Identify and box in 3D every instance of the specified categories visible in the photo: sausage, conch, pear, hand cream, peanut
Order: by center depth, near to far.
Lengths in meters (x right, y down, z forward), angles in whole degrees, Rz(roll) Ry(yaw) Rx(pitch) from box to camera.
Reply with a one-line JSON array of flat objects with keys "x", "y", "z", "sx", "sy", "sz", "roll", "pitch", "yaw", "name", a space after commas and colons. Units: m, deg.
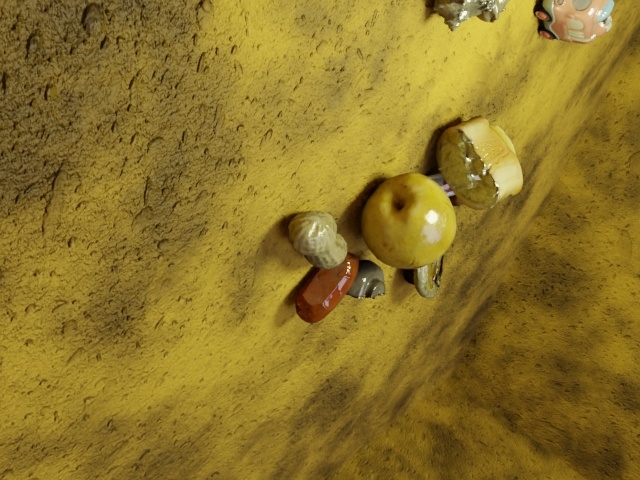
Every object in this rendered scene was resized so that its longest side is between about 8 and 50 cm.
[{"x": 0.382, "y": -0.664, "z": 1.474, "sx": 0.178, "sy": 0.162, "sz": 0.245, "roll": -88, "pitch": -172, "yaw": -76, "name": "conch"}, {"x": 0.000, "y": 0.000, "z": 1.593, "sx": 0.136, "sy": 0.120, "sz": 0.298, "roll": -47, "pitch": 154, "yaw": -3, "name": "peanut"}, {"x": 0.021, "y": 0.143, "z": 1.773, "sx": 0.258, "sy": 0.133, "sz": 0.133, "roll": -52, "pitch": 152, "yaw": -12, "name": "sausage"}, {"x": 0.274, "y": -0.055, "z": 1.780, "sx": 0.314, "sy": 0.314, "sz": 0.314, "roll": -37, "pitch": 147, "yaw": -29, "name": "pear"}, {"x": 0.487, "y": -0.212, "z": 2.082, "sx": 0.336, "sy": 0.076, "sz": 0.121, "roll": -16, "pitch": 129, "yaw": -16, "name": "hand cream"}]

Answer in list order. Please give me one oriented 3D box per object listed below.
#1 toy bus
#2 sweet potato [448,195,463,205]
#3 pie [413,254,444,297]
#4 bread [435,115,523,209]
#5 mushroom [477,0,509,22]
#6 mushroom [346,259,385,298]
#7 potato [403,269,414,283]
[{"x": 0.899, "y": -0.802, "z": 1.981, "sx": 0.194, "sy": 0.232, "sz": 0.287, "roll": -55, "pitch": 154, "yaw": 6, "name": "toy bus"}, {"x": 0.574, "y": -0.269, "z": 2.208, "sx": 0.114, "sy": 0.092, "sz": 0.342, "roll": -57, "pitch": 166, "yaw": -59, "name": "sweet potato"}, {"x": 0.469, "y": 0.086, "z": 2.371, "sx": 0.339, "sy": 0.077, "sz": 0.339, "roll": -42, "pitch": 138, "yaw": -53, "name": "pie"}, {"x": 0.542, "y": -0.263, "z": 1.958, "sx": 0.270, "sy": 0.316, "sz": 0.211, "roll": -30, "pitch": 179, "yaw": -38, "name": "bread"}, {"x": 0.519, "y": -0.786, "z": 1.510, "sx": 0.177, "sy": 0.126, "sz": 0.397, "roll": -44, "pitch": 153, "yaw": -48, "name": "mushroom"}, {"x": 0.143, "y": 0.125, "z": 1.934, "sx": 0.188, "sy": 0.141, "sz": 0.117, "roll": -20, "pitch": 114, "yaw": -51, "name": "mushroom"}, {"x": 0.397, "y": 0.150, "z": 2.407, "sx": 0.103, "sy": 0.066, "sz": 0.096, "roll": 45, "pitch": 59, "yaw": -57, "name": "potato"}]
